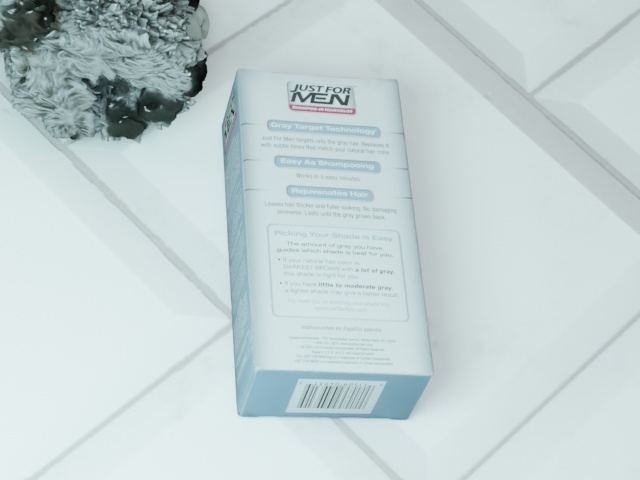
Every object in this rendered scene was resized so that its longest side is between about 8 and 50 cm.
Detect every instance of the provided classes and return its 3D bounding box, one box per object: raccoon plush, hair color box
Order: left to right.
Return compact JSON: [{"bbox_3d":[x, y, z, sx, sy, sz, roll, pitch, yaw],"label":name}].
[{"bbox_3d":[-0.254,-0.318,1.701,0.216,0.446,0.299,-12,56,16],"label":"raccoon plush"},{"bbox_3d":[0.000,0.000,1.710,0.185,0.113,0.374,3,58,-12],"label":"hair color box"}]
